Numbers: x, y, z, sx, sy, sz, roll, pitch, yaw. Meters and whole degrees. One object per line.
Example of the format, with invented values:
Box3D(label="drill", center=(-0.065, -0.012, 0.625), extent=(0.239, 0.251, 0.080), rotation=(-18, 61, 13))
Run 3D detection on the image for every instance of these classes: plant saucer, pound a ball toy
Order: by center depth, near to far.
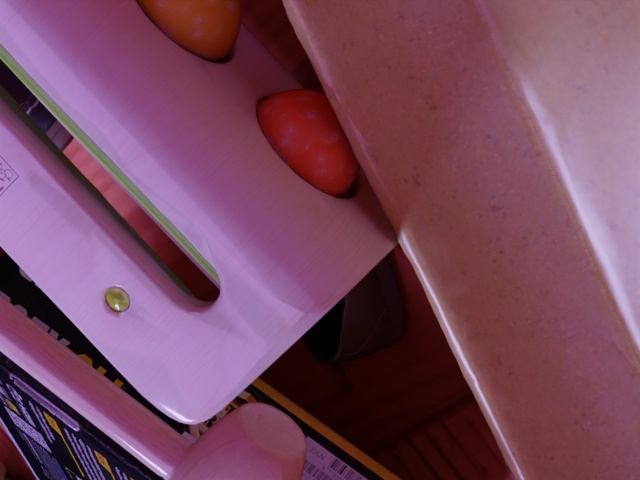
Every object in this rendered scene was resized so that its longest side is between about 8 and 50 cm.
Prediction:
Box3D(label="plant saucer", center=(0.177, -0.006, 0.633), extent=(0.333, 0.081, 0.333), rotation=(-5, 118, 48))
Box3D(label="pound a ball toy", center=(-0.084, -0.042, 0.719), extent=(0.319, 0.208, 0.136), rotation=(46, 116, 2))

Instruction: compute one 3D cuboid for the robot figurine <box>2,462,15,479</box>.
Box3D(label="robot figurine", center=(-0.243, 0.204, 1.262), extent=(0.115, 0.067, 0.101), rotation=(17, 121, 35))

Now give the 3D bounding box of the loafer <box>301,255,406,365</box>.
Box3D(label="loafer", center=(0.000, 0.000, 0.843), extent=(0.056, 0.050, 0.148), rotation=(1, 123, 45))

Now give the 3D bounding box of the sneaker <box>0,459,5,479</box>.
Box3D(label="sneaker", center=(-0.286, 0.073, 1.079), extent=(0.127, 0.126, 0.321), rotation=(-2, 111, 8))

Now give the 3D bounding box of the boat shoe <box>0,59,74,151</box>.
Box3D(label="boat shoe", center=(-0.253, -0.094, 0.954), extent=(0.285, 0.103, 0.092), rotation=(14, 150, 36))

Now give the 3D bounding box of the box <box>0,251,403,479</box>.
Box3D(label="box", center=(-0.054, 0.151, 0.936), extent=(0.257, 0.079, 0.322), rotation=(32, 159, 19))
